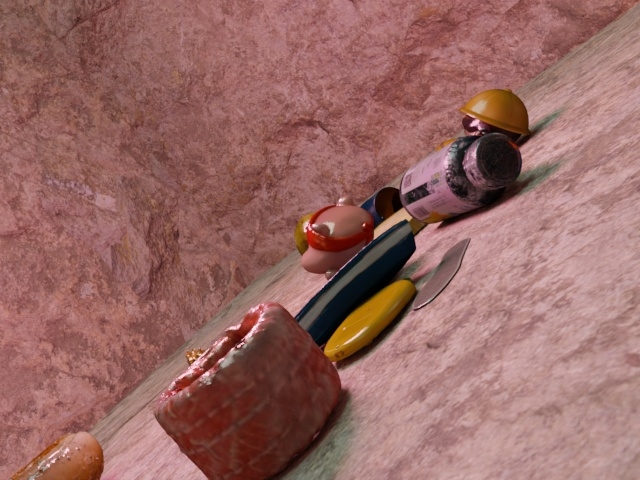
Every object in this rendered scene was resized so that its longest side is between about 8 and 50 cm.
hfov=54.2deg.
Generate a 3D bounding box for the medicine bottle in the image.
[{"bbox_3d":[0.280,-0.126,1.265,0.141,0.141,0.293,-40,4,-20],"label":"medicine bottle"}]

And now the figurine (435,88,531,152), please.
[{"bbox_3d":[0.409,-0.275,1.608,0.257,0.167,0.192,-40,17,20],"label":"figurine"}]

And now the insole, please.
[{"bbox_3d":[0.202,0.048,1.022,0.080,0.003,0.232,-35,5,37],"label":"insole"}]

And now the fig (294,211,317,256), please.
[{"bbox_3d":[0.000,0.000,2.061,0.181,0.181,0.191,-40,-13,-22],"label":"fig"}]

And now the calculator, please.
[{"bbox_3d":[0.085,0.123,1.028,0.146,0.032,0.235,-35,4,38],"label":"calculator"}]

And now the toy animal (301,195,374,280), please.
[{"bbox_3d":[0.054,0.021,1.249,0.171,0.198,0.171,-34,5,3],"label":"toy animal"}]

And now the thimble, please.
[{"bbox_3d":[-0.094,0.208,0.835,0.239,0.162,0.239,-41,6,5],"label":"thimble"}]

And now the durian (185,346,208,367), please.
[{"bbox_3d":[-0.238,0.306,1.381,0.182,0.165,0.132,60,-132,-72],"label":"durian"}]

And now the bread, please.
[{"bbox_3d":[-0.630,0.577,1.448,0.305,0.159,0.305,-36,2,1],"label":"bread"}]

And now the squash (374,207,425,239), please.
[{"bbox_3d":[0.177,-0.009,1.589,0.252,0.049,0.252,-39,7,5],"label":"squash"}]

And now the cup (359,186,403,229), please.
[{"bbox_3d":[0.197,-0.077,1.833,0.138,0.150,0.113,147,138,-67],"label":"cup"}]

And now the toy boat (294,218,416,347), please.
[{"bbox_3d":[0.063,0.083,1.121,0.299,0.062,0.096,-46,-24,10],"label":"toy boat"}]
